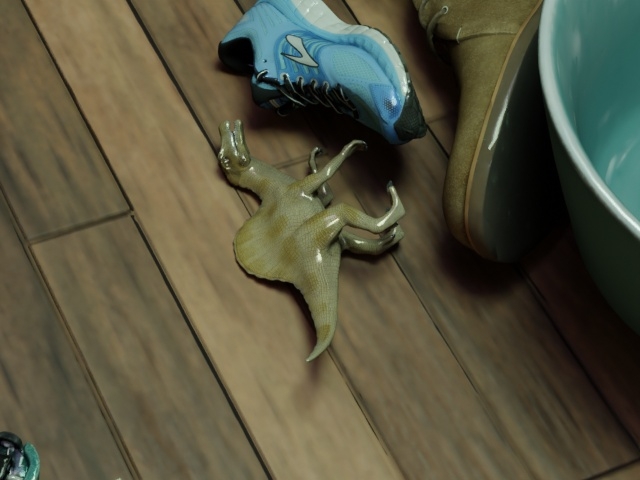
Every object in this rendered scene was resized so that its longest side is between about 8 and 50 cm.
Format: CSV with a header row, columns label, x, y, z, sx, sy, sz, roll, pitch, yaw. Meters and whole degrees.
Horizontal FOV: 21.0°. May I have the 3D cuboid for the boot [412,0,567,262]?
label,x,y,z,sx,sy,sz,roll,pitch,yaw
boot,0.104,-0.113,1.017,0.115,0.112,0.305,1,52,24

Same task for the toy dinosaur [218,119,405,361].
label,x,y,z,sx,sy,sz,roll,pitch,yaw
toy dinosaur,0.000,0.000,0.947,0.093,0.053,0.183,-22,50,-5

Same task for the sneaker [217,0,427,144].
label,x,y,z,sx,sy,sz,roll,pitch,yaw
sneaker,-0.001,-0.090,0.996,0.073,0.063,0.162,-37,43,-16

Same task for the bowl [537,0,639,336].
label,x,y,z,sx,sy,sz,roll,pitch,yaw
bowl,0.257,-0.039,0.924,0.312,0.163,0.311,2,56,-3

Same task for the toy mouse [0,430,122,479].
label,x,y,z,sx,sy,sz,roll,pitch,yaw
toy mouse,-0.162,0.142,0.816,0.143,0.031,0.161,-18,57,-20
